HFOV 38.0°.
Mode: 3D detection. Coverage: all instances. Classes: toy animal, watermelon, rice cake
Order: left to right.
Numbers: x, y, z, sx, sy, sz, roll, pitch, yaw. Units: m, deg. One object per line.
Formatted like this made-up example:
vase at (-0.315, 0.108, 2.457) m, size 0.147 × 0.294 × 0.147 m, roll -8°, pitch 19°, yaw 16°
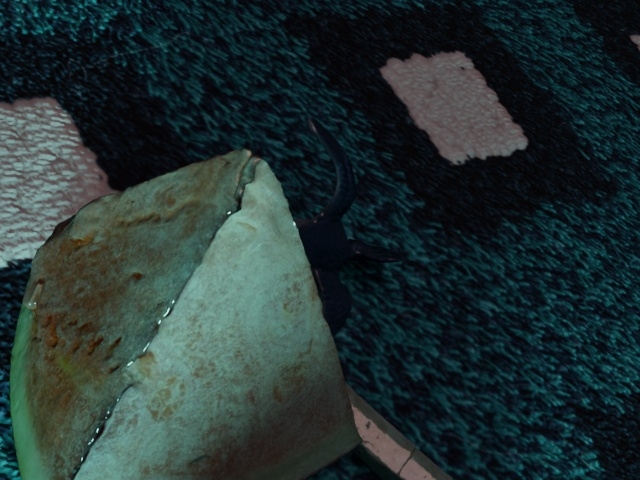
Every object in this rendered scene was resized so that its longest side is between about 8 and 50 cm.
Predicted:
watermelon at (-0.089, 0.065, 0.780) m, size 0.250 × 0.292 × 0.283 m, roll 25°, pitch 34°, yaw -56°
toy animal at (0.000, 0.000, 0.945) m, size 0.176 × 0.239 × 0.255 m, roll 2°, pitch 3°, yaw 3°
rice cake at (0.079, 0.214, 0.887) m, size 0.245 × 0.042 × 0.045 m, roll 42°, pitch 59°, yaw 5°
